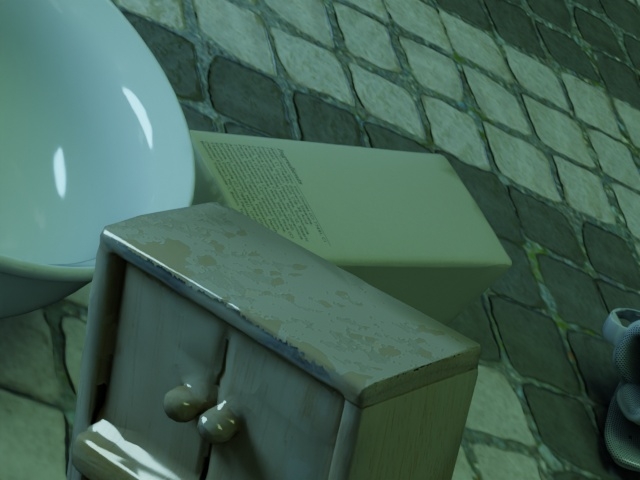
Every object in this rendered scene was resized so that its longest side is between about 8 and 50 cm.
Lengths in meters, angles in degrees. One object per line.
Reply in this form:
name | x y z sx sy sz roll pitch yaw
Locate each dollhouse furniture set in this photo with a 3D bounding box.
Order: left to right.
dollhouse furniture set | -0.149 0.159 0.604 0.362 0.256 0.394 28 29 37

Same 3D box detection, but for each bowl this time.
bowl | -0.225 -0.061 0.909 0.298 0.134 0.298 31 32 -22

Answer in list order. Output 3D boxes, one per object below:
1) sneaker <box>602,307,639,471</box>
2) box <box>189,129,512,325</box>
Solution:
sneaker | 0.340 0.192 1.281 0.210 0.137 0.366 20 33 -34
box | 0.000 0.000 1.144 0.275 0.094 0.113 4 49 -49
